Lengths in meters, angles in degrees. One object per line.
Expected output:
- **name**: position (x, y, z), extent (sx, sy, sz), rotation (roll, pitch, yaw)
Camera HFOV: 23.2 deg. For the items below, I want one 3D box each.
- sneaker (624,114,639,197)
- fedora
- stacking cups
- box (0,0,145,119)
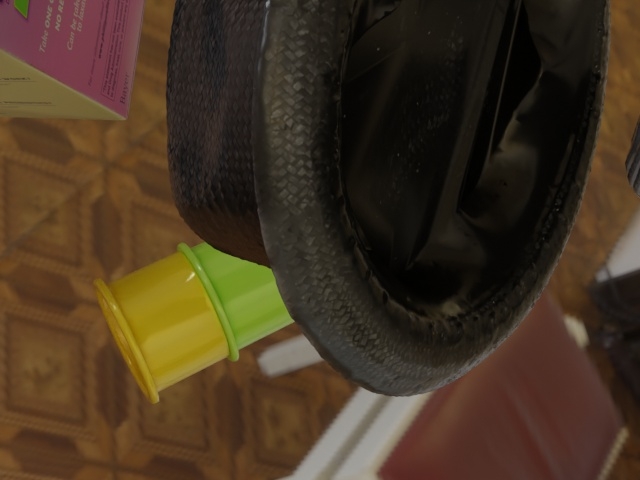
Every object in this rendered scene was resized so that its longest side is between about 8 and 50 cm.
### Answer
- **sneaker**: position (0.222, -0.023, 0.721), extent (0.115, 0.105, 0.281), rotation (12, 24, -2)
- **fedora**: position (0.022, -0.091, 0.800), extent (0.334, 0.152, 0.334), rotation (-11, 104, -52)
- **stacking cups**: position (0.000, 0.000, 1.094), extent (0.316, 0.096, 0.096), rotation (-27, 95, -14)
- **box**: position (-0.271, -0.170, 1.049), extent (0.243, 0.213, 0.117), rotation (26, 69, -64)
